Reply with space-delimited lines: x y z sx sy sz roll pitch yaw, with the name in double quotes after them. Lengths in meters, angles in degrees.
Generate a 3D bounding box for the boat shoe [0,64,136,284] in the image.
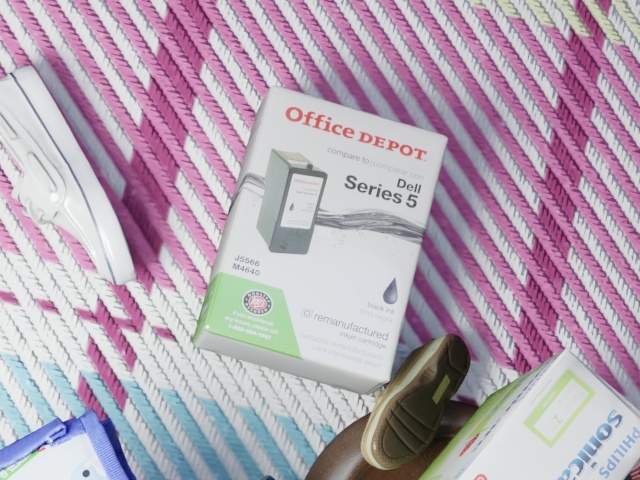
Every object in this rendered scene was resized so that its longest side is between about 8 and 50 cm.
-0.276 -0.056 1.833 0.084 0.095 0.258 -28 73 -11 "boat shoe"

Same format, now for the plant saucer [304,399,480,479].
0.124 0.314 1.836 0.310 0.050 0.311 2 76 -9 "plant saucer"

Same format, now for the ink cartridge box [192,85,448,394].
0.000 0.000 1.849 0.198 0.115 0.273 16 75 -6 "ink cartridge box"

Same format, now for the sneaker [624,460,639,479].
0.402 0.337 1.857 0.145 0.090 0.270 -22 79 -12 "sneaker"

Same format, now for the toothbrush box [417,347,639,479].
0.177 0.237 1.691 0.122 0.283 0.206 42 75 1 "toothbrush box"

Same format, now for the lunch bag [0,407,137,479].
-0.251 0.383 1.568 0.327 0.239 0.385 -29 96 -9 "lunch bag"

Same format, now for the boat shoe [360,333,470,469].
0.086 0.170 1.827 0.190 0.072 0.068 -45 116 -44 "boat shoe"

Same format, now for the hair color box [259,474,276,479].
0.001 0.416 1.732 0.174 0.105 0.347 -43 85 4 "hair color box"
